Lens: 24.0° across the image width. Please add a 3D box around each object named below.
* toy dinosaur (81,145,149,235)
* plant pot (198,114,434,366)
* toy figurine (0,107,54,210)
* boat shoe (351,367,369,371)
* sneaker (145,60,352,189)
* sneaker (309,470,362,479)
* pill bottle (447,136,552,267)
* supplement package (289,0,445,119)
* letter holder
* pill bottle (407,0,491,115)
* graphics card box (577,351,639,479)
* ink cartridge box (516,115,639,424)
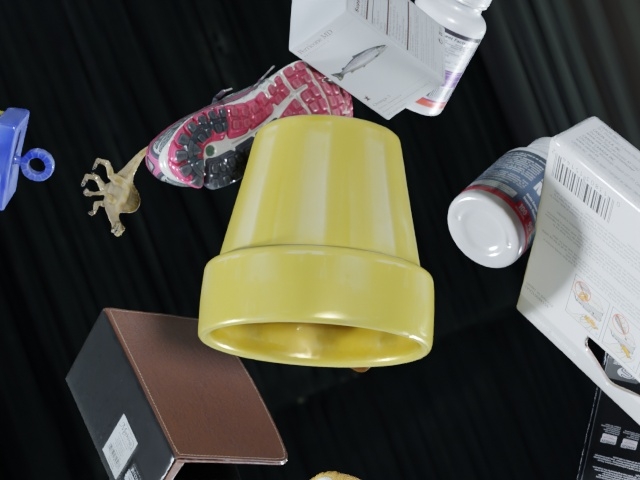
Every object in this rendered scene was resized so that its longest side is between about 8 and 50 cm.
[{"bbox_3d":[-0.315,-0.085,2.321,0.092,0.183,0.053,27,147,-20],"label":"toy dinosaur"},{"bbox_3d":[0.000,0.000,1.646,0.254,0.239,0.254,3,166,1],"label":"plant pot"},{"bbox_3d":[-0.397,-0.145,1.734,0.217,0.362,0.191,18,-158,5],"label":"toy figurine"},{"bbox_3d":[0.069,0.086,2.133,0.073,0.207,0.073,25,-140,29],"label":"boat shoe"},{"bbox_3d":[-0.085,-0.151,1.893,0.299,0.121,0.112,-21,-167,-34],"label":"sneaker"},{"bbox_3d":[-0.019,0.420,1.969,0.112,0.131,0.296,16,141,-5],"label":"sneaker"},{"bbox_3d":[0.250,-0.055,1.893,0.108,0.108,0.180,-23,-166,50],"label":"pill bottle"},{"bbox_3d":[0.060,-0.254,1.893,0.179,0.105,0.105,31,135,-32],"label":"supplement package"},{"bbox_3d":[-0.208,0.260,2.212,0.214,0.302,0.152,7,127,-38],"label":"letter holder"},{"bbox_3d":[0.165,-0.282,2.108,0.108,0.108,0.193,-17,139,-60],"label":"pill bottle"},{"bbox_3d":[0.484,0.287,2.085,0.233,0.371,0.094,11,-140,11],"label":"graphics card box"},{"bbox_3d":[0.333,0.060,1.519,0.066,0.296,0.261,-27,144,-26],"label":"ink cartridge box"}]
